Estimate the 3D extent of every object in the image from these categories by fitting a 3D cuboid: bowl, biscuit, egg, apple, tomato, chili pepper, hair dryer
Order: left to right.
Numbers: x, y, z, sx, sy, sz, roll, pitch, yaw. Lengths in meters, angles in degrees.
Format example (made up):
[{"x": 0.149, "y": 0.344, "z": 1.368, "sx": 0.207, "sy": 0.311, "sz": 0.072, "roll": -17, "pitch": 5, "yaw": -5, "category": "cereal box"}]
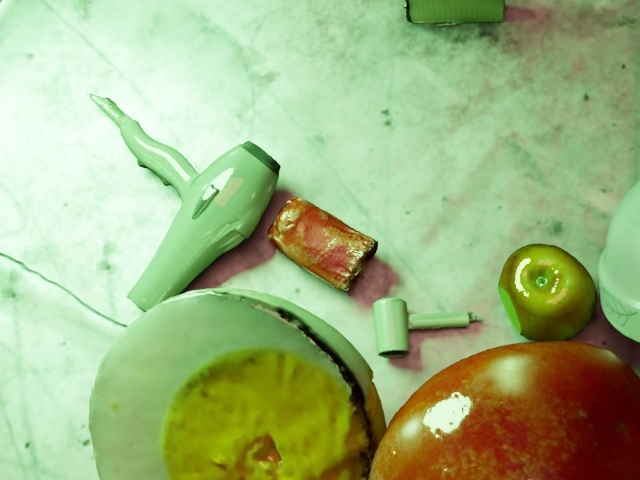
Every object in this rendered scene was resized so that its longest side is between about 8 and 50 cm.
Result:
[{"x": -0.197, "y": -0.033, "z": 1.866, "sx": 0.267, "sy": 0.092, "sz": 0.229, "roll": 19, "pitch": 81, "yaw": 24, "category": "hair dryer"}, {"x": -0.072, "y": 0.187, "z": 1.704, "sx": 0.337, "sy": 0.201, "sz": 0.337, "roll": 3, "pitch": 106, "yaw": 12, "category": "egg"}, {"x": 0.000, "y": 0.000, "z": 1.832, "sx": 0.123, "sy": 0.073, "sz": 0.070, "roll": 33, "pitch": 36, "yaw": 11, "category": "chili pepper"}, {"x": 0.123, "y": 0.097, "z": 1.813, "sx": 0.124, "sy": 0.038, "sz": 0.063, "roll": -3, "pitch": 74, "yaw": -4, "category": "hair dryer"}, {"x": 0.153, "y": -0.300, "z": 1.842, "sx": 0.121, "sy": 0.199, "sz": 0.040, "roll": -2, "pitch": 75, "yaw": 3, "category": "biscuit"}, {"x": 0.207, "y": 0.258, "z": 1.555, "sx": 0.325, "sy": 0.290, "sz": 0.293, "roll": 13, "pitch": 49, "yaw": -34, "category": "tomato"}, {"x": 0.252, "y": 0.055, "z": 1.776, "sx": 0.099, "sy": 0.102, "sz": 0.114, "roll": -21, "pitch": 72, "yaw": -1, "category": "apple"}, {"x": 0.428, "y": -0.009, "z": 1.678, "sx": 0.287, "sy": 0.287, "sz": 0.144, "roll": -12, "pitch": 116, "yaw": 0, "category": "bowl"}]
